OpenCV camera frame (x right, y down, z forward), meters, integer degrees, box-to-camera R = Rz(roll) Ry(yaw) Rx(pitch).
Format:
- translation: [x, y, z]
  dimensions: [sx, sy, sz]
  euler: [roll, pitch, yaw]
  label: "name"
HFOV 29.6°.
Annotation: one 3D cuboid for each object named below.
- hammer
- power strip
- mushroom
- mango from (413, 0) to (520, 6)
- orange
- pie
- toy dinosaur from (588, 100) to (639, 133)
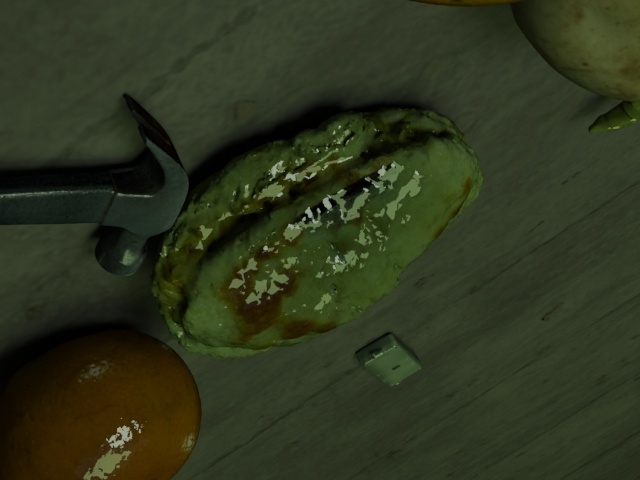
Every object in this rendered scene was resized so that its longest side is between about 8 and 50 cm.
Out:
- translation: [-0.205, -0.024, 0.673]
  dimensions: [0.289, 0.037, 0.137]
  euler: [-3, 143, -37]
  label: "hammer"
- translation: [0.066, 0.113, 1.141]
  dimensions: [0.040, 0.016, 0.090]
  euler: [-32, 150, 9]
  label: "power strip"
- translation: [0.190, -0.158, 0.701]
  dimensions: [0.166, 0.127, 0.166]
  euler: [6, 134, 7]
  label: "mushroom"
- translation: [0.120, -0.208, 0.569]
  dimensions: [0.262, 0.109, 0.157]
  euler: [-31, 132, 24]
  label: "mango"
- translation: [-0.163, 0.132, 0.875]
  dimensions: [0.156, 0.124, 0.156]
  euler: [-37, 163, -13]
  label: "orange"
- translation: [0.000, 0.000, 0.831]
  dimensions: [0.248, 0.090, 0.201]
  euler: [-34, 149, 3]
  label: "pie"
- translation: [0.303, -0.150, 0.857]
  dimensions: [0.259, 0.094, 0.153]
  euler: [-25, 148, 13]
  label: "toy dinosaur"
